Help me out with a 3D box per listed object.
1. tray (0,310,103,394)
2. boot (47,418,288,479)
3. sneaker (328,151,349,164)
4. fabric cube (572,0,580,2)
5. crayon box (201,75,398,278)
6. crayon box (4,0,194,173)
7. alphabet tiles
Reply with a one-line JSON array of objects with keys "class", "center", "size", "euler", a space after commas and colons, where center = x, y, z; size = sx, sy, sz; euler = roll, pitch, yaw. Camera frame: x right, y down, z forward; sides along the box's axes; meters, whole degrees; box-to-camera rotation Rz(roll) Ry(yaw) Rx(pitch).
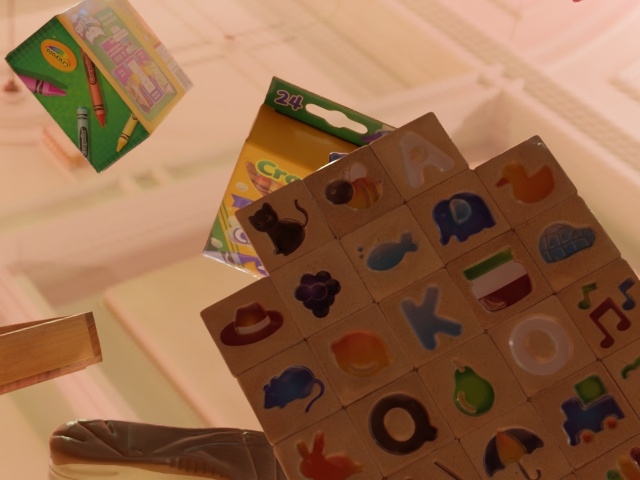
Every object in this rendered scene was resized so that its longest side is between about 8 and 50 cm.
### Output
[{"class": "tray", "center": [-0.497, 0.168, 1.681], "size": [0.411, 0.076, 0.203], "euler": [-12, -178, 39]}, {"class": "boot", "center": [-0.107, 0.265, 1.097], "size": [0.262, 0.203, 0.095], "euler": [8, -160, -8]}, {"class": "sneaker", "center": [0.000, 0.000, 1.475], "size": [0.082, 0.209, 0.069], "euler": [26, -175, 14]}, {"class": "fabric cube", "center": [0.382, -0.389, 1.283], "size": [0.259, 0.254, 0.258], "euler": [-6, -178, 0]}, {"class": "crayon box", "center": [-0.027, -0.057, 1.783], "size": [0.203, 0.323, 0.083], "euler": [23, -130, -3]}, {"class": "crayon box", "center": [-0.252, -0.199, 1.531], "size": [0.165, 0.081, 0.278], "euler": [52, -165, -11]}, {"class": "alphabet tiles", "center": [0.091, 0.078, 0.911], "size": [0.285, 0.011, 0.342], "euler": [-28, -111, -6]}]
